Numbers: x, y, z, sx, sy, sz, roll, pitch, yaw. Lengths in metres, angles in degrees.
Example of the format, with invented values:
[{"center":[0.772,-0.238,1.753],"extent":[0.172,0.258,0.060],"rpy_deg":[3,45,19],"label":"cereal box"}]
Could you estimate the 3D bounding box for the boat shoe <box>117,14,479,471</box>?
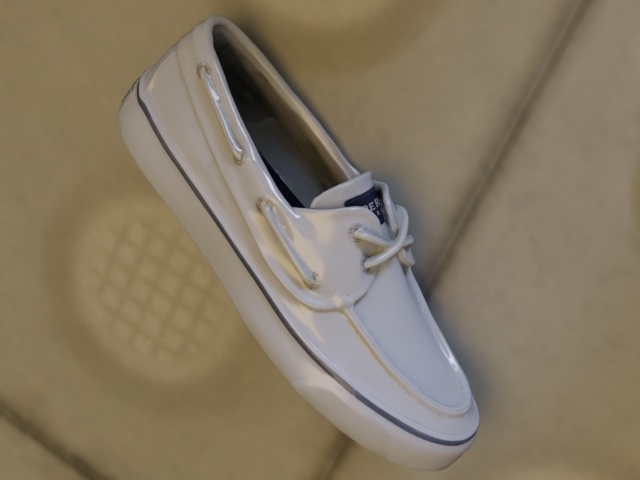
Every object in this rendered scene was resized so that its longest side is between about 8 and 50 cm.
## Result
[{"center":[0.000,0.000,0.700],"extent":[0.258,0.095,0.084],"rpy_deg":[48,124,4],"label":"boat shoe"}]
